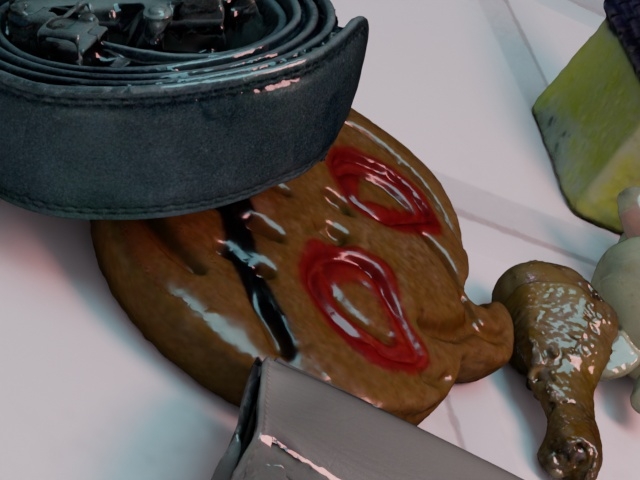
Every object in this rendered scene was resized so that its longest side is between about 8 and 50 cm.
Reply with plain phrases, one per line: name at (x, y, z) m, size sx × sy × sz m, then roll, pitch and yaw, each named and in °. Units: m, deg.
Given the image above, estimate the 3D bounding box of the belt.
belt at (-0.097, -0.105, 1.036) m, size 0.267 × 0.116 × 0.206 m, roll -10°, pitch 34°, yaw -20°

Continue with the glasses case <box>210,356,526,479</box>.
glasses case at (0.071, 0.171, 0.965) m, size 0.308 × 0.083 × 0.128 m, roll 29°, pitch 25°, yaw -15°

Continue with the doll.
doll at (0.279, 0.036, 1.343) m, size 0.155 × 0.113 × 0.275 m, roll 41°, pitch 29°, yaw 0°

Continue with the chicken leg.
chicken leg at (0.170, 0.090, 1.202) m, size 0.085 × 0.069 × 0.198 m, roll 21°, pitch 39°, yaw -21°

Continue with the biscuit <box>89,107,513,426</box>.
biscuit at (0.001, -0.001, 1.150) m, size 0.314 × 0.063 × 0.367 m, roll 30°, pitch 29°, yaw -10°

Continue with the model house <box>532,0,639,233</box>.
model house at (0.322, -0.127, 1.526) m, size 0.170 × 0.211 × 0.194 m, roll 22°, pitch 32°, yaw -21°
